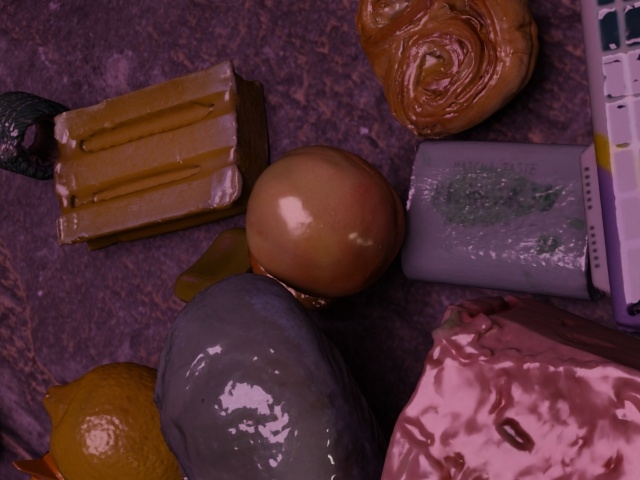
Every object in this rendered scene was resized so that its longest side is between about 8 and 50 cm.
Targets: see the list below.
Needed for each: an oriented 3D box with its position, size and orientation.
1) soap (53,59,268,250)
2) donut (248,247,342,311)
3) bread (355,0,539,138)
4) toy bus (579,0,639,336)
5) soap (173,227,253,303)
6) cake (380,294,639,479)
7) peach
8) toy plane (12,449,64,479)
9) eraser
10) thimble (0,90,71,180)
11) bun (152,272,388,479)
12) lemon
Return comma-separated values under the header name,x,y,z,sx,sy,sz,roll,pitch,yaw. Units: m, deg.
name,x,y,z,sx,sy,sz,roll,pitch,yaw
soap,-0.220,-0.107,1.586,0.315,0.091,0.199,-13,76,28
donut,0.000,0.000,1.452,0.178,0.065,0.162,-47,67,15
bread,0.151,-0.236,1.362,0.198,0.120,0.236,-31,65,21
toy bus,0.381,-0.107,1.142,0.249,0.209,0.440,-8,80,23
soap,-0.126,0.036,1.499,0.089,0.045,0.140,9,46,42
cake,0.238,0.237,1.139,0.314,0.293,0.307,20,95,25
peach,0.006,-0.018,1.318,0.184,0.184,0.184,-6,79,30
toy plane,-0.286,0.395,1.540,0.316,0.103,0.204,34,102,24
eraser,0.212,-0.029,1.318,0.227,0.081,0.174,5,83,32
thimble,-0.418,-0.152,1.683,0.090,0.135,0.118,15,88,31
bun,-0.053,0.213,1.279,0.211,0.362,0.362,-33,64,-7
lemon,-0.241,0.251,1.484,0.244,0.187,0.187,33,101,-3
